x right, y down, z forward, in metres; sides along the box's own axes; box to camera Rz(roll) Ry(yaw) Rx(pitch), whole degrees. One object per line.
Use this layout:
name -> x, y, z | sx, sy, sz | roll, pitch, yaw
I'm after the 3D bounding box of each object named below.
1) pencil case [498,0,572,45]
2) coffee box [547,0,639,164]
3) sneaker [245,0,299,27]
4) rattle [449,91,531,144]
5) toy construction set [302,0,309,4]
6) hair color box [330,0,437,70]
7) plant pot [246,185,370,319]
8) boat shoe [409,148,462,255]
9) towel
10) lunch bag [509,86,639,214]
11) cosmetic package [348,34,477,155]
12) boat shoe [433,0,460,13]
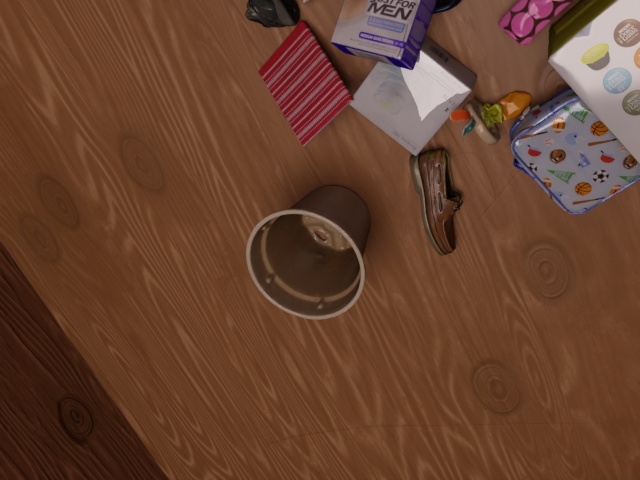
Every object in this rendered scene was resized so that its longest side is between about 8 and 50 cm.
pencil case -> 0.510, -0.536, 1.429 | 0.098, 0.095, 0.209 | 50, 126, 3
coffee box -> 0.702, -0.402, 1.286 | 0.334, 0.338, 0.337 | 45, 123, -7
sneaker -> -0.157, -0.627, 1.595 | 0.130, 0.087, 0.227 | -3, 149, 27
rattle -> 0.416, -0.309, 1.528 | 0.142, 0.199, 0.130 | -10, 78, 34
toy construction set -> -0.052, -0.766, 1.463 | 0.237, 0.257, 0.309 | -34, 90, 15
hair color box -> 0.170, -0.579, 1.425 | 0.185, 0.110, 0.339 | 22, 98, 25
plant pot -> 0.000, 0.000, 1.794 | 0.333, 0.305, 0.334 | 9, 121, 15
boat shoe -> 0.334, -0.099, 1.731 | 0.104, 0.111, 0.308 | -10, 114, 26
towel -> -0.043, -0.414, 1.667 | 0.199, 0.031, 0.275 | -40, 70, 32
lunch bag -> 0.613, -0.218, 1.544 | 0.303, 0.115, 0.243 | 43, 125, -17
cosmetic package -> 0.232, -0.379, 1.596 | 0.224, 0.138, 0.225 | 37, 125, -2
boat shoe -> 0.205, -0.581, 1.518 | 0.258, 0.089, 0.109 | -7, 115, 24
